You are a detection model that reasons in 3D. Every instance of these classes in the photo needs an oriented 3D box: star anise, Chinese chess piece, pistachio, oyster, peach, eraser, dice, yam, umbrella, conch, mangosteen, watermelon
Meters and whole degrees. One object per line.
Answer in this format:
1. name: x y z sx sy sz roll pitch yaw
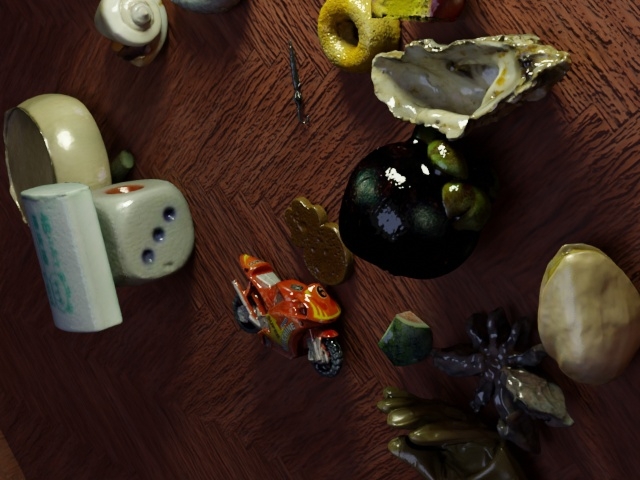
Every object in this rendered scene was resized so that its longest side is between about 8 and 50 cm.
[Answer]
1. star anise: 0.281 0.212 1.671 0.257 0.111 0.198 53 138 29
2. Chinese chess piece: -0.591 -0.158 2.439 0.338 0.141 0.338 31 130 47
3. pistachio: 0.376 0.102 1.519 0.145 0.117 0.200 -4 97 10
4. oyster: 0.218 -0.228 1.541 0.341 0.110 0.166 -15 80 43
5. peach: 0.150 -0.364 1.589 0.172 0.092 0.127 -26 81 62
6. eraser: -0.497 0.033 2.177 0.189 0.104 0.290 -1 106 44
7. dice: -0.390 -0.018 2.262 0.194 0.193 0.191 9 111 45
8. yam: -0.436 -0.157 2.371 0.094 0.043 0.043 -40 75 47
9. umbrella: -0.045 -0.276 1.900 0.022 0.022 0.148 -12 99 7
10. conch: -0.371 -0.435 2.146 0.158 0.127 0.255 52 171 -24
11. mangosteen: 0.150 -0.057 1.635 0.243 0.243 0.242 22 121 42
12. watermelon: 0.149 0.165 1.849 0.092 0.072 0.084 31 126 -14

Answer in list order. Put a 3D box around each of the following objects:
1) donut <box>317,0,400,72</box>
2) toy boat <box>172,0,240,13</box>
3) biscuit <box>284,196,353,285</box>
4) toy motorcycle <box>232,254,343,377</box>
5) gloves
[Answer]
1. donut: 0.056 -0.332 1.735 0.152 0.058 0.151 24 123 44
2. toy boat: -0.221 -0.483 1.960 0.227 0.085 0.155 17 117 44
3. biscuit: 0.000 0.000 1.959 0.175 0.026 0.124 56 137 15
4. toy motorcycle: -0.056 0.139 2.032 0.298 0.089 0.171 26 122 41
5. gloves: 0.229 0.351 1.765 0.331 0.141 0.154 47 162 10
